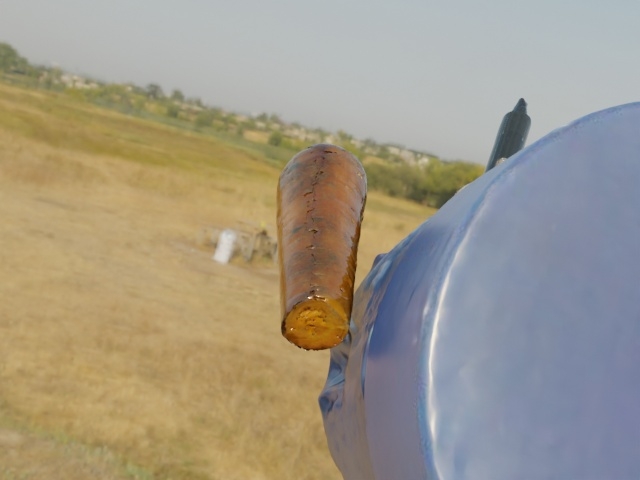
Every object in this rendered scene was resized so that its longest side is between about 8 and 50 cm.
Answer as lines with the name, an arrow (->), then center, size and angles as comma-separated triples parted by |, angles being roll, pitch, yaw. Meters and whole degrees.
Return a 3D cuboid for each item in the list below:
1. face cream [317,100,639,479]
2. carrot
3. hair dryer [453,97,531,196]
face cream -> 0.132, 0.082, 0.433 | 0.249, 0.249, 0.225 | 13, -15, -10
carrot -> 0.000, 0.000, 0.492 | 0.055, 0.055, 0.161 | 13, 35, -8
hair dryer -> 0.180, -0.052, 0.897 | 0.070, 0.128, 0.255 | 20, 50, 9
